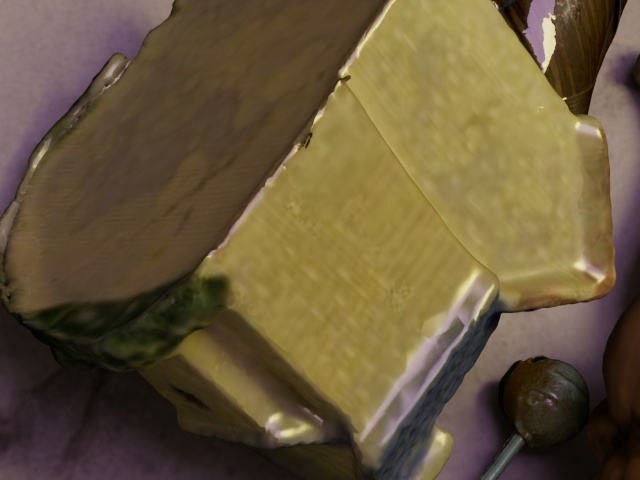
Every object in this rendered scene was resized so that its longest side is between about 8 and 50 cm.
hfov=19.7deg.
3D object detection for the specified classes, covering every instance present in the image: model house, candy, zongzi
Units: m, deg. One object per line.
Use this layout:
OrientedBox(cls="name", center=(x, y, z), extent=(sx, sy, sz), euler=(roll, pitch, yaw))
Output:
OrientedBox(cls="model house", center=(0.000, 0.000, 1.103), extent=(0.266, 0.261, 0.321), euler=(45, 69, -28))
OrientedBox(cls="candy", center=(0.102, 0.152, 1.156), extent=(0.061, 0.061, 0.202), euler=(41, 64, 0))
OrientedBox(cls="zongzi", center=(0.187, -0.149, 1.316), extent=(0.221, 0.112, 0.242), euler=(-26, 85, -34))

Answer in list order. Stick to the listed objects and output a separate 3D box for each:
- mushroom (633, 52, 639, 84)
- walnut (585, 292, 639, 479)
OrientedBox(cls="mushroom", center=(0.278, -0.035, 1.306), extent=(0.118, 0.103, 0.270), euler=(23, 46, -19))
OrientedBox(cls="walnut", center=(0.331, 0.148, 1.113), extent=(0.344, 0.306, 0.306), euler=(12, 60, -22))
